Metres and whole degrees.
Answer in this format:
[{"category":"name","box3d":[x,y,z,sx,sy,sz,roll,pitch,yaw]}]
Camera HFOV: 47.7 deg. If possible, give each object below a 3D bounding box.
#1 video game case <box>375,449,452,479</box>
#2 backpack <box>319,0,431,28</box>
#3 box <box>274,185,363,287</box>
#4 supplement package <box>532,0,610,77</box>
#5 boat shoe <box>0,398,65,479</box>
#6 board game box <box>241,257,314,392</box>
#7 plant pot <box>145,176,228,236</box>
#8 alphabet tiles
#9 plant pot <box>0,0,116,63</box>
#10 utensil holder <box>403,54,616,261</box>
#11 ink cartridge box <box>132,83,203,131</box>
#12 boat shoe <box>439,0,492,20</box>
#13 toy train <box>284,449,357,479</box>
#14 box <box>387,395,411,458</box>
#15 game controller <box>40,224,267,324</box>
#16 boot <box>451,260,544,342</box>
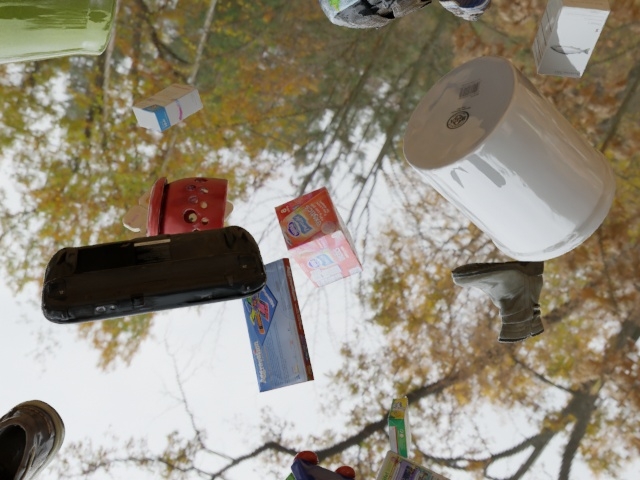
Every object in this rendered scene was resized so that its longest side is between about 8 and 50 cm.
[{"category":"video game case","box3d":[0.194,0.592,1.559,0.193,0.212,0.023,20,175,24]},{"category":"backpack","box3d":[0.106,-0.547,1.457,0.273,0.290,0.355,65,-157,-22]},{"category":"box","box3d":[0.000,0.000,1.974,0.300,0.154,0.142,56,-166,-62]},{"category":"supplement package","box3d":[0.548,-0.464,1.594,0.105,0.179,0.105,5,-128,0]},{"category":"boat shoe","box3d":[-0.536,0.399,1.094,0.132,0.355,0.130,30,172,6]},{"category":"board game box","box3d":[-0.105,0.193,1.645,0.027,0.145,0.281,7,-112,-56]},{"category":"plant pot","box3d":[-0.306,-0.058,1.671,0.174,0.191,0.191,8,-158,-9]},{"category":"alphabet tiles","box3d":[-0.371,-0.031,1.912,0.284,0.021,0.278,29,-120,10]},{"category":"plant pot","box3d":[-0.539,-0.449,1.215,0.353,0.366,0.366,1,-151,-29]},{"category":"utensil holder","box3d":[0.422,-0.180,1.643,0.385,0.327,0.327,34,-167,-32]},{"category":"ink cartridge box","box3d":[-0.333,-0.293,1.584,0.088,0.052,0.122,21,-131,41]},{"category":"boat shoe","box3d":[0.343,-0.539,1.646,0.066,0.066,0.183,37,-173,-29]},{"category":"toy train","box3d":[0.024,0.449,1.167,0.248,0.143,0.105,32,-169,-33]},{"category":"box","box3d":[0.189,0.440,1.712,0.043,0.105,0.179,-5,-177,12]},{"category":"game controller","box3d":[-0.243,0.045,1.063,0.319,0.067,0.166,-7,-154,-11]},{"category":"boot","box3d":[0.353,0.121,1.384,0.247,0.161,0.083,0,179,-37]}]
